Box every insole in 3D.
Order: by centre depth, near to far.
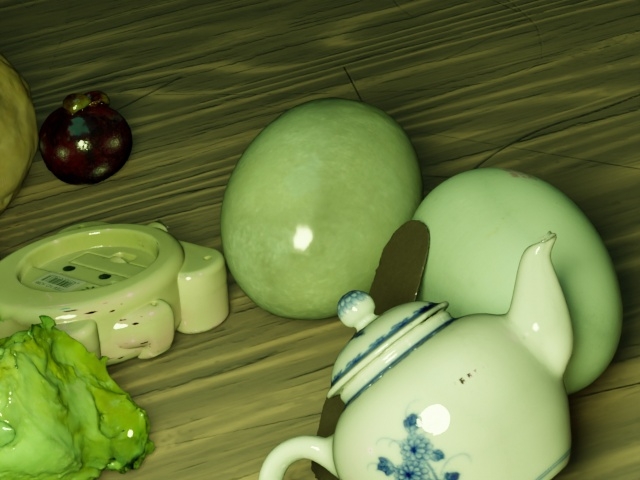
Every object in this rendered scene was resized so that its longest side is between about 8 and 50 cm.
[{"bbox_3d":[0.061,0.124,1.826,0.111,0.007,0.328,-3,63,50],"label":"insole"}]

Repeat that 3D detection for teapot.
[{"bbox_3d":[0.110,0.165,1.655,0.424,0.280,0.252,-41,-9,11],"label":"teapot"}]

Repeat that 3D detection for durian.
[{"bbox_3d":[-0.377,0.202,1.799,0.339,0.256,0.204,-15,69,3],"label":"durian"}]

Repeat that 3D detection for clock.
[{"bbox_3d":[-0.302,0.077,2.078,0.284,0.114,0.309,15,30,34],"label":"clock"}]

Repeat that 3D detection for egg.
[{"bbox_3d":[0.226,0.049,1.879,0.230,0.230,0.371,-16,30,-11],"label":"egg"},{"bbox_3d":[0.004,-0.043,2.078,0.258,0.259,0.352,1,28,18],"label":"egg"}]

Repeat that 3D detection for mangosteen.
[{"bbox_3d":[-0.367,-0.163,2.506,0.152,0.152,0.152,-7,30,4],"label":"mangosteen"}]

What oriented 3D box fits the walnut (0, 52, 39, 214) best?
[{"bbox_3d":[-0.603,-0.167,2.413,0.381,0.381,0.381,-7,30,4],"label":"walnut"}]
